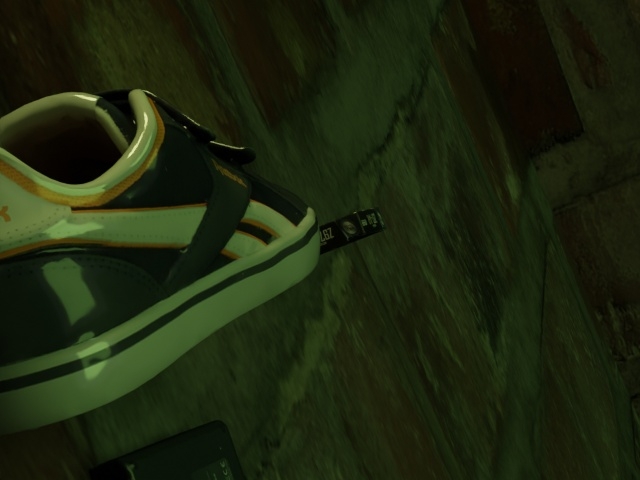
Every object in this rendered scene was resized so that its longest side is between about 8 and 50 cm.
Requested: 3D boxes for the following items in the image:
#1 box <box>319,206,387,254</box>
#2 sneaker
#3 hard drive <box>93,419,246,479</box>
[{"bbox_3d":[0.000,0.000,1.057,0.018,0.083,0.067,69,15,2],"label":"box"},{"bbox_3d":[-0.089,-0.014,0.716,0.321,0.126,0.127,-36,111,-72],"label":"sneaker"},{"bbox_3d":[-0.068,0.149,0.770,0.135,0.022,0.094,-4,74,-73],"label":"hard drive"}]
